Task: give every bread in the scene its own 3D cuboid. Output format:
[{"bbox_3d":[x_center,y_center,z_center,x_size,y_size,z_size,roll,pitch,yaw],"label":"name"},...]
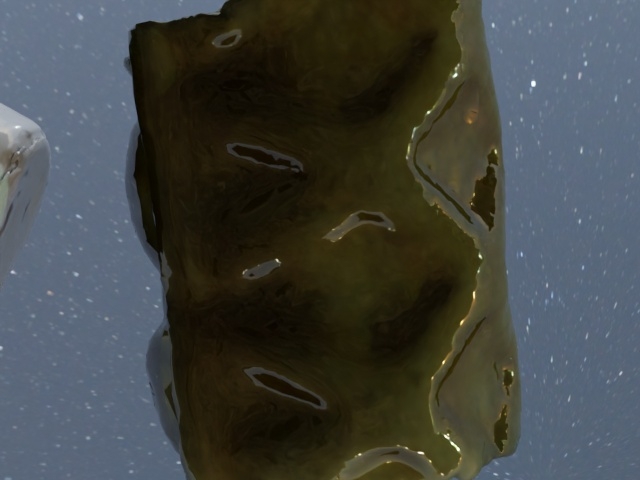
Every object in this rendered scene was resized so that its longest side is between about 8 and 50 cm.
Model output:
[{"bbox_3d":[-0.006,0.001,0.466,0.196,0.238,0.252,-11,-92,-18],"label":"bread"}]

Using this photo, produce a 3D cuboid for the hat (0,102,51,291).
[{"bbox_3d":[-0.225,-0.026,0.449,0.126,0.203,0.203,19,-101,-7],"label":"hat"}]
